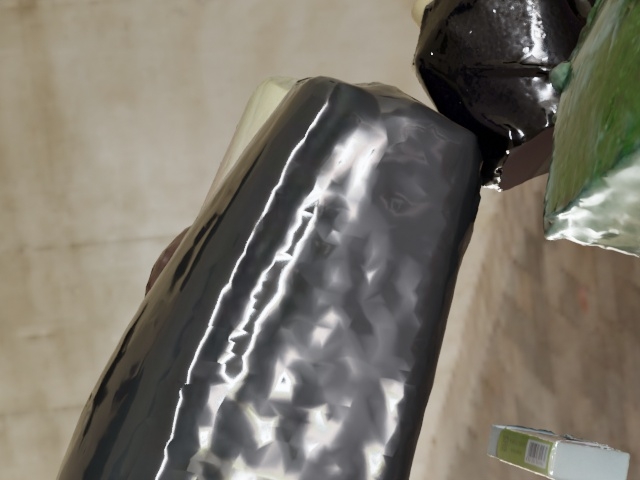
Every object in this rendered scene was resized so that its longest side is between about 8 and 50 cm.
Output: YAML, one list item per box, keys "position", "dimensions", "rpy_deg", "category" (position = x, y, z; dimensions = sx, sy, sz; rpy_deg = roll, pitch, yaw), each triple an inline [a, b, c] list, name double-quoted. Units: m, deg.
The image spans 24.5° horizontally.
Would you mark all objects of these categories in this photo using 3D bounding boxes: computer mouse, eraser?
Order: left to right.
- position: [-0.028, 0.086, 0.429]
  dimensions: [0.170, 0.100, 0.269]
  rpy_deg: [102, -177, -77]
  category: "computer mouse"
- position: [0.106, 0.098, 0.673]
  dimensions: [0.083, 0.038, 0.019]
  rpy_deg: [169, 109, -78]
  category: "eraser"

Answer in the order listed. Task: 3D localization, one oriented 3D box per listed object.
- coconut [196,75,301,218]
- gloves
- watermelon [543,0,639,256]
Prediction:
- position: [0.000, 0.000, 1.310]
  dimensions: [0.239, 0.239, 0.244]
  rpy_deg: [166, 126, -83]
  category: "coconut"
- position: [0.169, -0.194, 1.325]
  dimensions: [0.301, 0.197, 0.152]
  rpy_deg: [-113, 2, -45]
  category: "gloves"
- position: [0.237, -0.105, 0.539]
  dimensions: [0.264, 0.302, 0.151]
  rpy_deg: [-61, -26, -25]
  category: "watermelon"
